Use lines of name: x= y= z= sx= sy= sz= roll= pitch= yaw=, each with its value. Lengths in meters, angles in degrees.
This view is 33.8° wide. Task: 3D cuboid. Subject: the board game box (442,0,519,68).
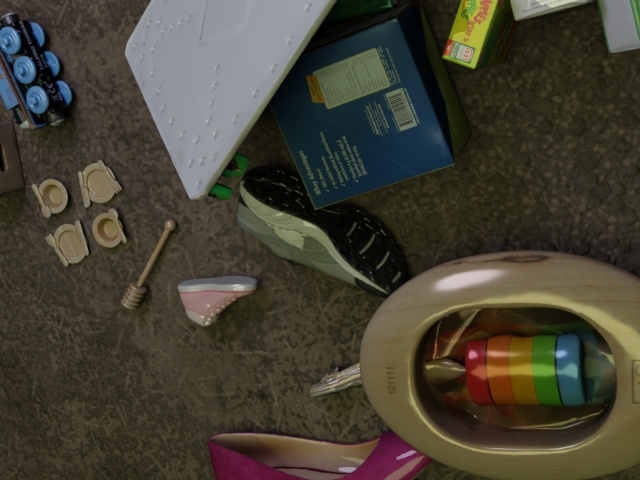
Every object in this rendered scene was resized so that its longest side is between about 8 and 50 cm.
board game box: x=0.206 y=-0.265 z=1.295 sx=0.043 sy=0.181 sz=0.092 roll=22 pitch=109 yaw=16

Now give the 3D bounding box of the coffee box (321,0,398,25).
coffee box: x=0.035 y=-0.390 z=1.411 sx=0.113 sy=0.040 sz=0.184 roll=-9 pitch=99 yaw=21

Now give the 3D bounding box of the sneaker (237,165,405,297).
sneaker: x=0.000 y=0.000 z=1.493 sx=0.272 sy=0.100 sz=0.108 roll=32 pitch=135 yaw=9

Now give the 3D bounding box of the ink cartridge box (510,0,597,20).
ink cartridge box: x=0.264 y=-0.380 z=1.260 sx=0.092 sy=0.158 sz=0.217 roll=-11 pitch=97 yaw=25

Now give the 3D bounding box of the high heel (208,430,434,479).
high heel: x=0.000 y=0.307 z=1.531 sx=0.377 sy=0.127 sz=0.181 roll=-31 pitch=93 yaw=24

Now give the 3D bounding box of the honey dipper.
honey dipper: x=-0.261 y=0.036 z=1.629 sx=0.030 sy=0.030 sz=0.160 roll=35 pitch=108 yaw=11

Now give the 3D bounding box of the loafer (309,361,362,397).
loafer: x=0.040 y=0.198 z=1.543 sx=0.125 sy=0.045 sz=0.039 roll=-18 pitch=78 yaw=17

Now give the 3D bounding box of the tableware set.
tableware set: x=-0.376 y=-0.042 z=1.660 sx=0.169 sy=0.020 sz=0.141 roll=-17 pitch=95 yaw=24

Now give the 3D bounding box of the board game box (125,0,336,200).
board game box: x=-0.100 y=-0.301 z=1.355 sx=0.390 sy=0.050 sz=0.390 roll=-54 pitch=41 yaw=22

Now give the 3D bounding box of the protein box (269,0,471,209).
protein box: x=0.061 y=-0.177 z=1.379 sx=0.201 sy=0.136 sz=0.199 roll=-17 pitch=106 yaw=24

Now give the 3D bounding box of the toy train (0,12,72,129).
toy train: x=-0.456 y=-0.253 z=1.617 sx=0.105 sy=0.080 sz=0.184 roll=-21 pitch=96 yaw=33

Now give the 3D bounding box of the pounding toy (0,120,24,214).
pounding toy: x=-0.541 y=-0.111 z=1.665 sx=0.130 sy=0.100 sz=0.141 roll=-4 pitch=100 yaw=22

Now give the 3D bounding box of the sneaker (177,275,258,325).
sneaker: x=-0.149 y=0.092 z=1.586 sx=0.134 sy=0.051 sz=0.070 roll=-4 pitch=102 yaw=25

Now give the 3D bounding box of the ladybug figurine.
ladybug figurine: x=0.278 y=0.154 z=1.370 sx=0.450 sy=0.162 sz=0.304 roll=0 pitch=101 yaw=22

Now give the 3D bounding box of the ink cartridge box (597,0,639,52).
ink cartridge box: x=0.424 y=-0.316 z=1.198 sx=0.213 sy=0.093 sz=0.154 roll=-17 pitch=97 yaw=-8
